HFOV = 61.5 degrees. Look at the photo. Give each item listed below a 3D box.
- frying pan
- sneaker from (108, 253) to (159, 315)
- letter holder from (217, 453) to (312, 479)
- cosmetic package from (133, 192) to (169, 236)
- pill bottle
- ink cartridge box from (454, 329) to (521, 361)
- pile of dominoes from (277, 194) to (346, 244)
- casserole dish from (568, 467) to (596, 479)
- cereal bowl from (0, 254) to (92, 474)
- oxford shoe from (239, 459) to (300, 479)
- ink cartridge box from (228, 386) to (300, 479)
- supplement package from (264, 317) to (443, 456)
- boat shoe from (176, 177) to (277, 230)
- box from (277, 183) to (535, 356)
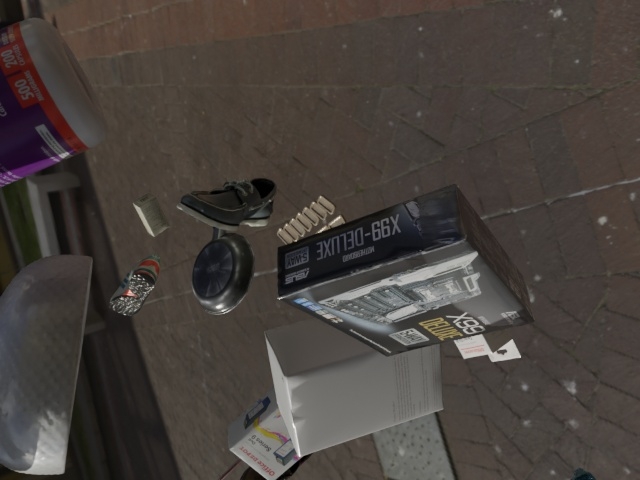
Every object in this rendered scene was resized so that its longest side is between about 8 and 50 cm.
[{"bbox_3d":[-0.219,0.012,1.270,0.197,0.053,0.327,8,80,39],"label":"frying pan"},{"bbox_3d":[-0.356,0.085,1.050,0.161,0.057,0.075,-42,25,38],"label":"sneaker"},{"bbox_3d":[-0.171,0.704,1.687,0.152,0.214,0.302,46,115,11],"label":"letter holder"},{"bbox_3d":[-0.494,-0.075,1.576,0.041,0.060,0.115,29,145,37],"label":"cosmetic package"},{"bbox_3d":[-0.473,-0.156,0.723,0.182,0.322,0.181,61,171,17],"label":"pill bottle"},{"bbox_3d":[0.338,0.188,1.182,0.198,0.067,0.115,60,157,7],"label":"ink cartridge box"},{"bbox_3d":[0.000,0.000,1.462,0.251,0.040,0.196,-37,78,41],"label":"pile of dominoes"},{"bbox_3d":[0.525,0.543,1.040,0.037,0.114,0.189,-38,59,39],"label":"casserole dish"},{"bbox_3d":[-0.448,0.186,0.836,0.339,0.141,0.340,-174,90,-68],"label":"cereal bowl"},{"bbox_3d":[-0.131,0.606,1.393,0.096,0.227,0.083,-31,83,30],"label":"oxford shoe"},{"bbox_3d":[-0.095,0.450,1.294,0.154,0.212,0.093,48,-175,-20],"label":"ink cartridge box"},{"bbox_3d":[0.061,0.246,1.027,0.175,0.292,0.178,-134,35,-64],"label":"supplement package"},{"bbox_3d":[-0.175,-0.087,1.079,0.116,0.319,0.099,29,101,15],"label":"boat shoe"},{"bbox_3d":[0.127,0.062,0.728,0.242,0.307,0.077,-19,57,26],"label":"box"}]
